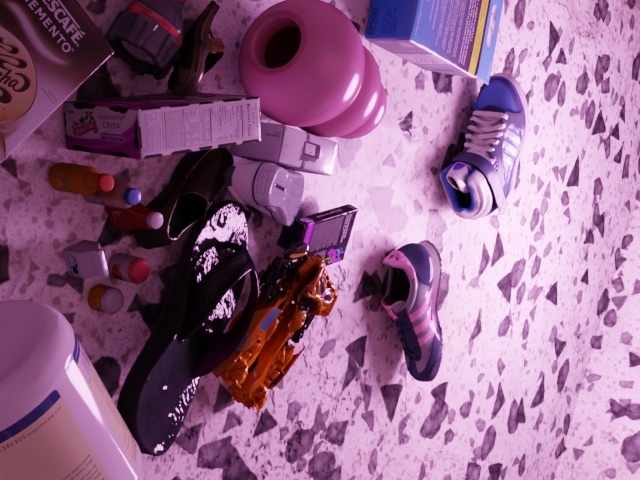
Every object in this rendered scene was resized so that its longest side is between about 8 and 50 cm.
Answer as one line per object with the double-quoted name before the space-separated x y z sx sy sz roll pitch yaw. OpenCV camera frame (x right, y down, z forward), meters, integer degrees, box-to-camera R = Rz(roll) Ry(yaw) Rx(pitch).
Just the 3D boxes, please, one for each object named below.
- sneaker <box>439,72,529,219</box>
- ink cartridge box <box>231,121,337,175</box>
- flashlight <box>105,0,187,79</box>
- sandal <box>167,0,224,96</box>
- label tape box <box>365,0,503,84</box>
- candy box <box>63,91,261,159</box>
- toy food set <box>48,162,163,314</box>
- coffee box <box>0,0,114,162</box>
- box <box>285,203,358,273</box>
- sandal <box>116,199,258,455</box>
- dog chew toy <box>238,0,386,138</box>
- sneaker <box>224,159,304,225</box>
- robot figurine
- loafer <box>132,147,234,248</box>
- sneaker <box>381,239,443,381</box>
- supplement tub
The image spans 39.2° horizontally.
"sneaker" 0.364 -0.205 2.027 0.236 0.130 0.322 -24 122 -51
"ink cartridge box" -0.061 -0.155 1.514 0.150 0.109 0.063 9 92 -53
"flashlight" -0.194 -0.380 1.293 0.304 0.103 0.103 -62 177 -16
"sandal" -0.171 -0.273 1.312 0.060 0.090 0.219 31 31 -24
"label tape box" 0.247 -0.481 1.838 0.348 0.115 0.249 11 90 -55
"candy box" -0.218 -0.168 1.272 0.233 0.159 0.071 -16 111 -50
"toy food set" -0.288 -0.005 1.262 0.111 0.105 0.232 -31 121 -44
"coffee box" -0.408 -0.189 1.042 0.168 0.119 0.297 54 55 -30
"box" 0.000 0.000 1.665 0.162 0.029 0.116 -16 131 -48
"sandal" -0.169 0.128 1.380 0.167 0.107 0.445 67 32 -46
"dog chew toy" 0.008 -0.269 1.517 0.332 0.207 0.206 24 79 -59
"sneaker" -0.090 -0.089 1.500 0.258 0.091 0.094 48 61 -75
"robot figurine" -0.069 0.145 1.564 0.291 0.085 0.211 -53 147 -19
"loafer" -0.194 -0.066 1.390 0.220 0.078 0.080 -56 136 -27
"sneaker" 0.183 0.162 1.920 0.131 0.112 0.318 -13 105 -32
"supplement tub" -0.363 0.263 1.120 0.235 0.236 0.324 -45 131 -36
